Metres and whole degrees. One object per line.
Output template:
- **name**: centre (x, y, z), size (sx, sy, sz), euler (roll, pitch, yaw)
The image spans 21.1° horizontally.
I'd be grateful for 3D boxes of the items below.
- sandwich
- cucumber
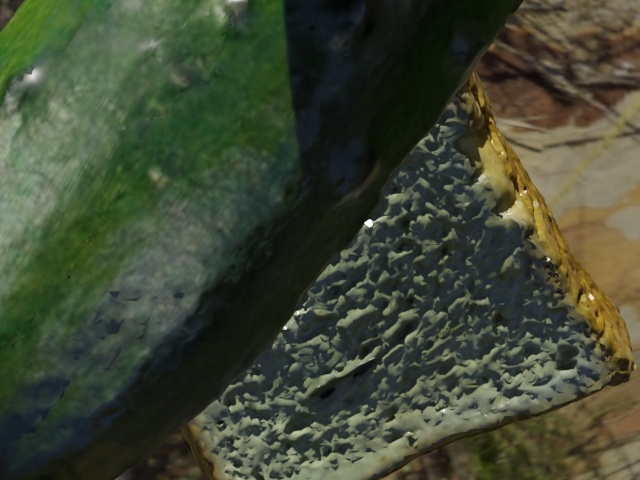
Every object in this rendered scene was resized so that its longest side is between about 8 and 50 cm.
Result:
- **sandwich**: centre (0.000, 0.001, 0.912), size (0.249, 0.095, 0.273), euler (-25, 115, 11)
- **cucumber**: centre (-0.054, -0.031, 0.650), size (0.325, 0.145, 0.105), euler (-51, 38, -2)
